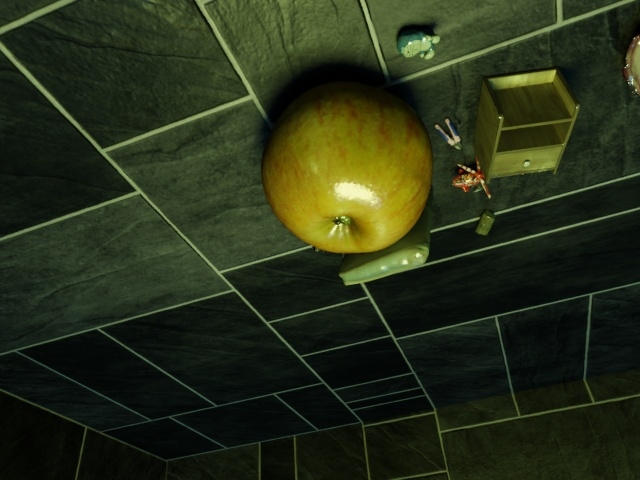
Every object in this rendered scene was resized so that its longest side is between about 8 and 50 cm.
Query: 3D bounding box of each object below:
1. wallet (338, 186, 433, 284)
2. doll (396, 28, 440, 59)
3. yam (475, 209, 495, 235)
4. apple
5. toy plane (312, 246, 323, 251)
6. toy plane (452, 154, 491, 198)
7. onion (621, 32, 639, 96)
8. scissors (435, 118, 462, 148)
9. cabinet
[{"bbox_3d":[0.174,-0.014,1.363,0.252,0.360,0.083,-24,111,26],"label":"wallet"},{"bbox_3d":[0.201,-0.411,1.100,0.083,0.051,0.076,-7,160,0],"label":"doll"},{"bbox_3d":[0.501,-0.053,1.594,0.043,0.043,0.094,0,140,-6],"label":"yam"},{"bbox_3d":[0.063,-0.150,1.186,0.400,0.334,0.400,-4,138,-4],"label":"apple"},{"bbox_3d":[0.000,0.000,1.615,0.049,0.031,0.121,-1,144,-14],"label":"toy plane"},{"bbox_3d":[0.442,-0.184,1.408,0.194,0.126,0.077,-34,-178,-17],"label":"toy plane"},{"bbox_3d":[0.799,-0.427,1.093,0.280,0.146,0.314,9,147,22],"label":"onion"},{"bbox_3d":[0.329,-0.264,1.329,0.039,0.012,0.113,-26,137,25],"label":"scissors"},{"bbox_3d":[0.474,-0.262,1.240,0.174,0.148,0.215,-7,143,2],"label":"cabinet"}]
